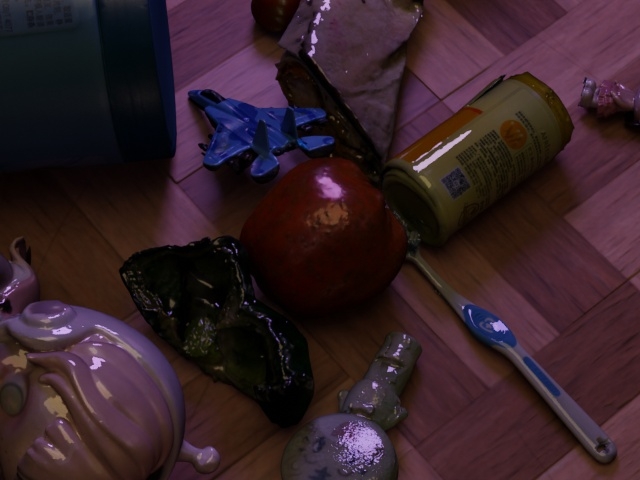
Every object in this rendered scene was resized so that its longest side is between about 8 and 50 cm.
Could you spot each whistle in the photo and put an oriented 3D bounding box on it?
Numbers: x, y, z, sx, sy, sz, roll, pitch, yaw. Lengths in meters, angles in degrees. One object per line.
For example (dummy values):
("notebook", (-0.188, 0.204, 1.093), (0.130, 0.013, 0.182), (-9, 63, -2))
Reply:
("whistle", (0.041, 0.210, 1.589), (0.126, 0.067, 0.258), (15, 56, 23))

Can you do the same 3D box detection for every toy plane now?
("toy plane", (-0.096, -0.135, 1.756), (0.169, 0.078, 0.246), (-27, 28, -26))

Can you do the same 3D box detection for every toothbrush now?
("toothbrush", (0.197, 0.109, 1.666), (0.040, 0.040, 0.386), (-35, 70, -18))

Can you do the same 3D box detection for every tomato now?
("tomato", (-0.047, -0.309, 1.875), (0.075, 0.087, 0.087), (33, 64, -6))

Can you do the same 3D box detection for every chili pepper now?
("chili pepper", (-0.099, 0.090, 1.614), (0.264, 0.148, 0.116), (35, 67, 23))

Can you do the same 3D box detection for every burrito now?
("burrito", (0.033, -0.238, 1.812), (0.175, 0.107, 0.347), (17, 64, -9))

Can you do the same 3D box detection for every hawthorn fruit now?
("hawthorn fruit", (0.000, 0.000, 1.652), (0.189, 0.189, 0.189), (0, 60, 0))

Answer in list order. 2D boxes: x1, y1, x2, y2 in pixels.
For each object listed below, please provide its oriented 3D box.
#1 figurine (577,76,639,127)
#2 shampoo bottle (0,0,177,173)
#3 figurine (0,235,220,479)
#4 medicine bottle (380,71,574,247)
("figurine", (0.388, -0.172, 1.816), (0.129, 0.054, 0.072), (11, 46, 14))
("shampoo bottle", (-0.355, -0.244, 1.694), (0.343, 0.331, 0.331), (-5, 60, -2))
("figurine", (-0.288, 0.143, 1.530), (0.211, 0.253, 0.361), (-27, 55, -33))
("medicine bottle", (0.190, -0.103, 1.733), (0.239, 0.124, 0.124), (-37, 67, -22))
